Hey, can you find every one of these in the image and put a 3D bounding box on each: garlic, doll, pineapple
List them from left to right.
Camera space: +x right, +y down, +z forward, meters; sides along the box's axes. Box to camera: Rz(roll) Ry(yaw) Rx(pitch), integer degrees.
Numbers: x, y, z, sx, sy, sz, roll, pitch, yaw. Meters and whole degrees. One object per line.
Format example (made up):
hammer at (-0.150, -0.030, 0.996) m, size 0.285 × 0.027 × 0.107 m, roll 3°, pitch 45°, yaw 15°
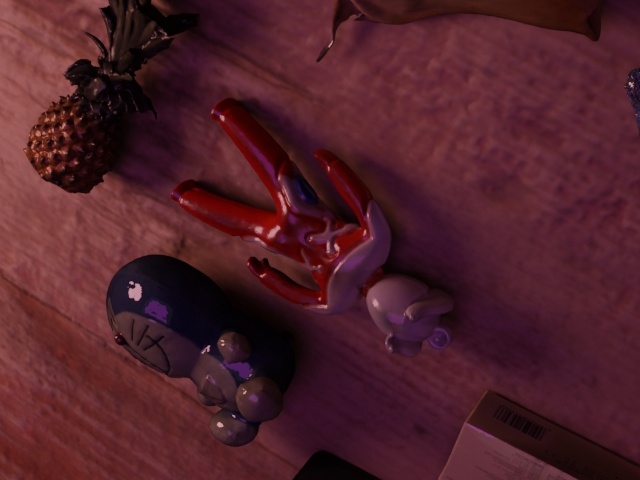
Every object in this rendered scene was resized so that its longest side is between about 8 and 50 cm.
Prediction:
pineapple at (-0.257, -0.191, 1.376) m, size 0.277 × 0.119 × 0.130 m, roll -52°, pitch 39°, yaw 28°
doll at (-0.152, 0.124, 1.402) m, size 0.258 × 0.154 × 0.228 m, roll 31°, pitch 155°, yaw 0°
doll at (0.000, 0.000, 1.338) m, size 0.384 × 0.099 × 0.188 m, roll 41°, pitch 120°, yaw 14°
garlic at (0.118, -0.276, 1.163) m, size 0.338 × 0.151 × 0.196 m, roll 0°, pitch 120°, yaw 26°

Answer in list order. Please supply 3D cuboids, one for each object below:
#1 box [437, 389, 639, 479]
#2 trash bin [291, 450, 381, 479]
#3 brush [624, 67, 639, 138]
box at (0.245, 0.302, 1.325) m, size 0.212 × 0.095 × 0.168 m, roll 26°, pitch 115°, yaw 15°
trash bin at (-0.014, 0.413, 1.444) m, size 0.115 × 0.165 × 0.226 m, roll 24°, pitch 118°, yaw 15°
brush at (0.365, -0.086, 1.179) m, size 0.070 × 0.021 × 0.196 m, roll -9°, pitch 104°, yaw 28°
